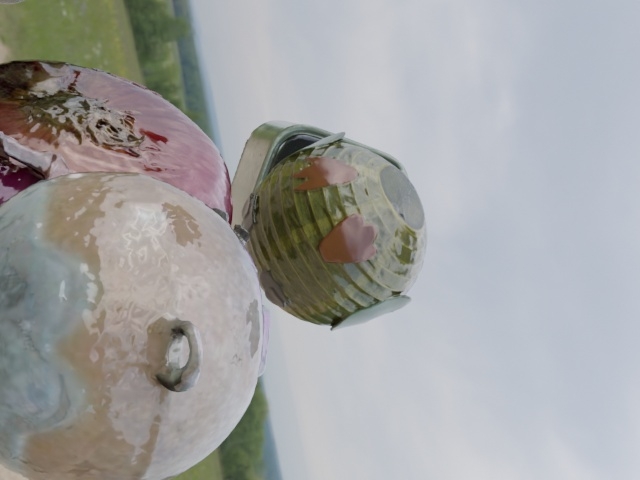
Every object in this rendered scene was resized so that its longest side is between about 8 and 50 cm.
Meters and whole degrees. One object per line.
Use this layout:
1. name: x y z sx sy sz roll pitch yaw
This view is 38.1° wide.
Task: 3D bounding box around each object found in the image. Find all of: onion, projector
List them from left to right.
1. onion: -0.266 -0.022 0.939 0.347 0.348 0.285 -110 -152 -51
2. projector: -0.017 -0.064 1.602 0.249 0.249 0.248 -144 -107 -74

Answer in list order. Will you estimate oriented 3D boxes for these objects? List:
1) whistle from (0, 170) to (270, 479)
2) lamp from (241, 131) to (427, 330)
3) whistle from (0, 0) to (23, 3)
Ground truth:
1. whistle: -0.159 0.048 0.572 0.348 0.189 0.189 3 -75 59
2. lamp: 0.000 0.000 1.225 0.250 0.284 0.250 33 42 -36
3. whistle: -0.403 -0.314 1.080 0.107 0.220 0.057 59 19 -28
